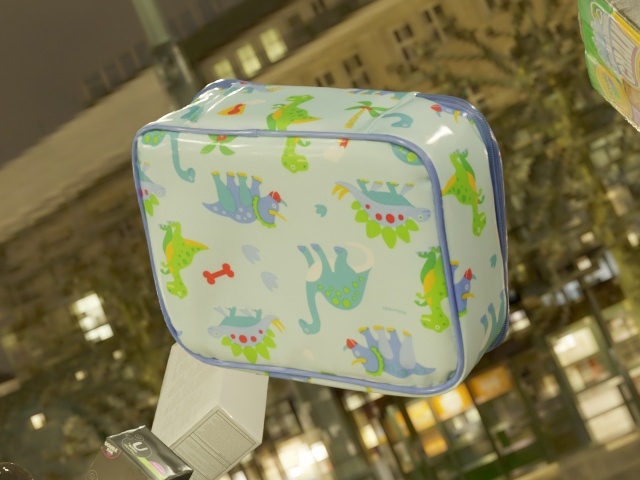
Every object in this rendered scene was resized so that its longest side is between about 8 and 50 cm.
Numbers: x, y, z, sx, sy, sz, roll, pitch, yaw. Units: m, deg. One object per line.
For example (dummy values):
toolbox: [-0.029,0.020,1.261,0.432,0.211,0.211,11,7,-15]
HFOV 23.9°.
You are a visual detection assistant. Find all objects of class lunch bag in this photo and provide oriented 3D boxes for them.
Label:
lunch bag: [0.000,0.000,0.886,0.219,0.176,0.090,5,26,33]

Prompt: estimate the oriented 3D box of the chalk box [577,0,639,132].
chalk box: [0.231,-0.119,0.842,0.132,0.213,0.132,-37,-27,-3]

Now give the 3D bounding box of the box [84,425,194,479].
box: [-0.154,0.204,1.228,0.052,0.062,0.083,-8,-48,-58]

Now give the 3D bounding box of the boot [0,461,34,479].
boot: [-0.426,0.314,1.479,0.305,0.112,0.115,-24,5,-43]

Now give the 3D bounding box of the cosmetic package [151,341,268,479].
cosmetic package: [-0.099,0.141,1.408,0.099,0.060,0.239,-40,17,17]
